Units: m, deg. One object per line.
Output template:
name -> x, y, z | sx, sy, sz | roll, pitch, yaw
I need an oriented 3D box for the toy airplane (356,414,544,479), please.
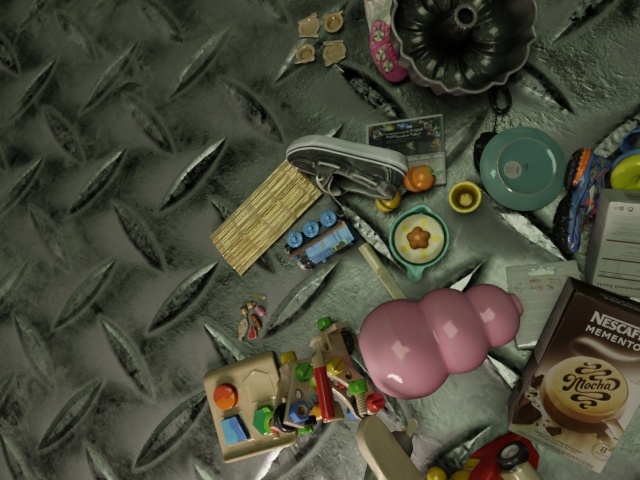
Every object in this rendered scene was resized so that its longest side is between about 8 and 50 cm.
toy airplane -> 0.233, 0.541, 0.850 | 0.384, 0.272, 0.386 | 11, 69, -14

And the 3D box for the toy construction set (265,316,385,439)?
toy construction set -> -0.001, 0.267, 0.979 | 0.257, 0.309, 0.237 | -8, 65, -9

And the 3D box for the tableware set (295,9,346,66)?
tableware set -> 0.000, -0.548, 1.250 | 0.141, 0.020, 0.169 | -2, 81, 20

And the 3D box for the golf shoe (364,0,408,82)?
golf shoe -> 0.169, -0.549, 1.148 | 0.115, 0.140, 0.306 | -10, 100, 13

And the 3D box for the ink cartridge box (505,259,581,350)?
ink cartridge box -> 0.474, 0.137, 0.966 | 0.145, 0.045, 0.179 | -7, 61, 19

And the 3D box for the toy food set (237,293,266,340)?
toy food set -> -0.177, 0.201, 1.191 | 0.077, 0.019, 0.122 | 4, 83, 20

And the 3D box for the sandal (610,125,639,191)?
sandal -> 0.721, -0.169, 0.879 | 0.317, 0.126, 0.138 | 1, 50, 11

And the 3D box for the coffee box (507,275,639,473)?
coffee box -> 0.483, 0.239, 0.844 | 0.168, 0.119, 0.297 | 22, 107, 18

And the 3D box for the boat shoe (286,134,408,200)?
boat shoe -> 0.038, -0.167, 1.089 | 0.335, 0.121, 0.119 | 14, 76, 37

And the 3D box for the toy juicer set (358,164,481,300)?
toy juicer set -> 0.192, -0.024, 1.047 | 0.209, 0.089, 0.329 | 35, 100, 18

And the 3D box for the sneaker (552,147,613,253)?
sneaker -> 0.547, -0.078, 0.947 | 0.087, 0.083, 0.221 | 14, 91, 9

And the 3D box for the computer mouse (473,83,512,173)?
computer mouse -> 0.395, -0.256, 1.055 | 0.071, 0.041, 0.242 | 10, 78, 12

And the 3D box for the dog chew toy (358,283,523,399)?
dog chew toy -> 0.250, 0.191, 0.950 | 0.331, 0.206, 0.207 | -24, 74, 7

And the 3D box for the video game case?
video game case -> 0.205, -0.210, 1.120 | 0.190, 0.022, 0.173 | -4, 80, 20

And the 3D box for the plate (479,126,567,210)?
plate -> 0.442, -0.158, 0.995 | 0.188, 0.024, 0.188 | 0, 85, 2

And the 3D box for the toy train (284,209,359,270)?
toy train -> 0.000, 0.000, 1.131 | 0.184, 0.080, 0.105 | -31, 78, 12

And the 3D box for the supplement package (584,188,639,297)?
supplement package -> 0.577, 0.004, 0.869 | 0.105, 0.105, 0.179 | 7, 113, 20

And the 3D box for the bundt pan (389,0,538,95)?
bundt pan -> 0.301, -0.477, 1.029 | 0.330, 0.124, 0.331 | 0, 92, -6

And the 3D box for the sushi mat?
sushi mat -> -0.150, -0.064, 1.225 | 0.316, 0.019, 0.151 | -44, 71, 9

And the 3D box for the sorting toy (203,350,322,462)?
sorting toy -> -0.141, 0.397, 1.134 | 0.307, 0.041, 0.229 | -22, 75, 15
